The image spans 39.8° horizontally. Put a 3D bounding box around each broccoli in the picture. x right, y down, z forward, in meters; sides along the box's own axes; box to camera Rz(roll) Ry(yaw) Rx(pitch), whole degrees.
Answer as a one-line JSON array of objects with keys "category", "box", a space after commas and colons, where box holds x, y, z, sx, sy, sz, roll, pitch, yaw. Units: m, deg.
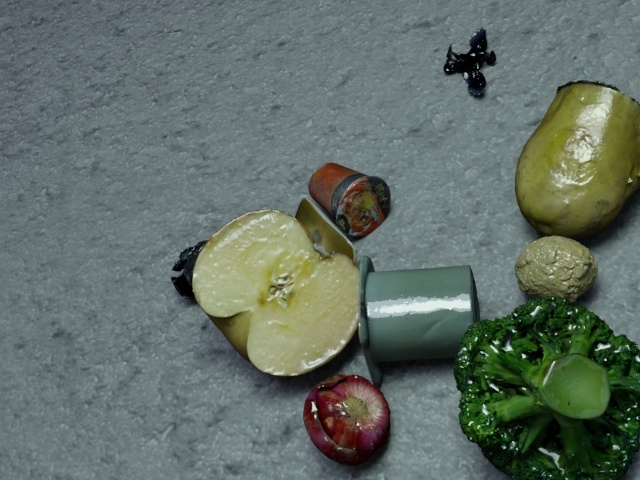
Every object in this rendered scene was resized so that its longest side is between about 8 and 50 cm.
[{"category": "broccoli", "box": [0.338, 0.220, 1.241, 0.298, 0.297, 0.297, 0, 83, -1]}]

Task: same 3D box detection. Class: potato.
[{"category": "potato", "box": [0.448, -0.122, 1.527, 0.229, 0.229, 0.266, 24, 81, 36]}]

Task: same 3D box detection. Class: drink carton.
[{"category": "drink carton", "box": [0.163, 0.116, 1.457, 0.190, 0.185, 0.191, -8, 49, 14]}]

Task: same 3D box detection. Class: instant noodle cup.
[{"category": "instant noodle cup", "box": [0.048, -0.089, 1.717, 0.127, 0.127, 0.136, -42, 41, -12]}]

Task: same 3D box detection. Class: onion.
[{"category": "onion", "box": [0.031, 0.297, 1.431, 0.150, 0.140, 0.150, 14, 55, -21]}]

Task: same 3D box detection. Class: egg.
[{"category": "egg", "box": [0.387, 0.050, 1.449, 0.140, 0.118, 0.116, -16, 75, 40]}]

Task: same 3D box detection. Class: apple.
[{"category": "apple", "box": [-0.073, 0.090, 1.564, 0.251, 0.163, 0.293, -42, 89, -5]}]

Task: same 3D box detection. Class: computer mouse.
[{"category": "computer mouse", "box": [-0.180, 0.057, 1.715, 0.242, 0.077, 0.146, -6, 52, 19]}, {"category": "computer mouse", "box": [-0.002, 0.000, 1.684, 0.045, 0.102, 0.199, 0, 35, -37]}]

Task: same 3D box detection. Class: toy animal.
[{"category": "toy animal", "box": [0.317, -0.381, 1.874, 0.108, 0.062, 0.220, 3, 52, 3]}]
